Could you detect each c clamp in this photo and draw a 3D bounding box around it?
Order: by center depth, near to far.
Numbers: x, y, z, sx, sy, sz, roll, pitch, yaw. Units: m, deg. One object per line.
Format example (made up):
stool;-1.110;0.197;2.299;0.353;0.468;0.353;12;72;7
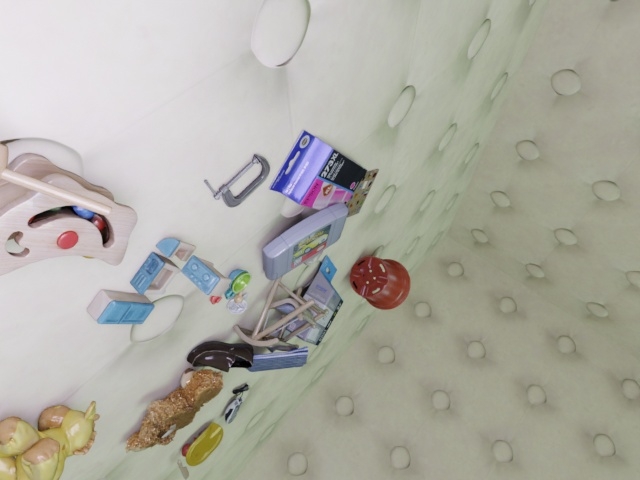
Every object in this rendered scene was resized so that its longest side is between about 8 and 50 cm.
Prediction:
c clamp;-0.174;-0.135;0.917;0.160;0.022;0.137;-45;157;-19

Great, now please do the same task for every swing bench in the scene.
swing bench;-0.129;0.282;1.444;0.255;0.165;0.253;-51;159;-5

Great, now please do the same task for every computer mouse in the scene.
computer mouse;-0.370;0.701;1.759;0.193;0.042;0.106;-64;161;12

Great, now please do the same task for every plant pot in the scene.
plant pot;0.287;0.200;2.066;0.273;0.272;0.265;-55;150;4

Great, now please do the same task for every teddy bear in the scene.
teddy bear;-0.449;0.512;1.257;0.338;0.113;0.245;-53;152;20

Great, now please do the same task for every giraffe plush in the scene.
giraffe plush;-0.539;0.405;0.828;0.181;0.210;0.170;-28;-166;22

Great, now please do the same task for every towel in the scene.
towel;-0.170;0.452;1.558;0.242;0.040;0.336;-5;157;-7

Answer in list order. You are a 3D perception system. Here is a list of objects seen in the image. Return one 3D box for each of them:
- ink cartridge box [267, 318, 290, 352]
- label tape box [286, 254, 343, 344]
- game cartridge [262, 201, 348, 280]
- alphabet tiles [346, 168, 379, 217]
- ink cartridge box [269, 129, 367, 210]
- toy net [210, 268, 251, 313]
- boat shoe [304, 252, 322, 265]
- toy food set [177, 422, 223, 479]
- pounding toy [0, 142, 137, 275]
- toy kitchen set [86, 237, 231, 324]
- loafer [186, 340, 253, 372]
ink cartridge box;-0.172;0.383;1.661;0.122;0.052;0.089;-42;155;-30
label tape box;0.009;0.256;1.689;0.334;0.105;0.241;-59;160;-10
game cartridge;-0.044;0.001;1.255;0.294;0.060;0.196;-32;156;-21
alphabet tiles;0.116;-0.158;1.485;0.237;0.009;0.198;-23;144;-51
ink cartridge box;0.010;-0.178;1.176;0.176;0.069;0.370;-57;156;12
toy net;-0.250;0.169;1.190;0.122;0.045;0.232;-42;156;-26
boat shoe;0.000;0.000;1.445;0.206;0.075;0.065;-51;-160;-16
toy food set;-0.502;0.835;1.673;0.218;0.071;0.128;-40;131;-34
pounding toy;-0.359;-0.010;0.552;0.154;0.154;0.269;-56;159;-4
toy kitchen set;-0.312;0.109;0.811;0.207;0.166;0.122;-54;158;1
loafer;-0.297;0.362;1.263;0.219;0.078;0.080;6;123;-36
